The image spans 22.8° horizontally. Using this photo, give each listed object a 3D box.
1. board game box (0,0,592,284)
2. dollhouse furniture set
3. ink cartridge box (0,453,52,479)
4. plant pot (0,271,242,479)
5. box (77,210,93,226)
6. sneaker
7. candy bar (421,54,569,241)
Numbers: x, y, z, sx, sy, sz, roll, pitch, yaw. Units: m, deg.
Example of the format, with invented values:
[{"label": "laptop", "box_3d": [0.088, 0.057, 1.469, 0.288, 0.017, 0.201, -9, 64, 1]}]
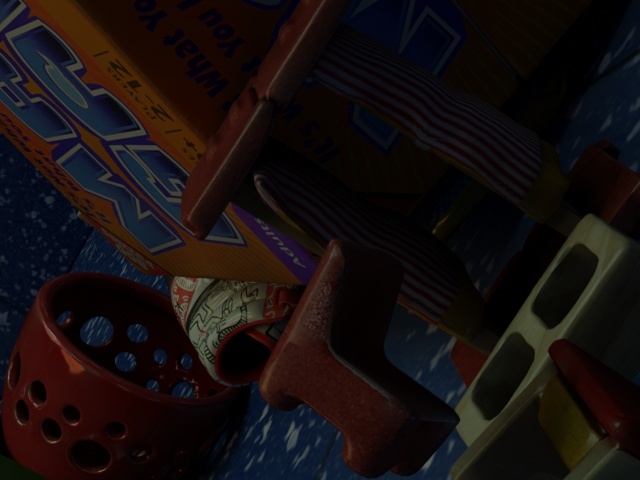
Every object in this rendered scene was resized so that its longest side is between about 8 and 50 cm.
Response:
[{"label": "board game box", "box_3d": [-0.064, -0.219, 1.069, 0.356, 0.356, 0.356, -49, 19, -18]}, {"label": "dollhouse furniture set", "box_3d": [0.062, 0.000, 0.715, 0.152, 0.201, 0.374, -57, 12, 8]}, {"label": "ink cartridge box", "box_3d": [-0.227, 0.276, 1.208, 0.255, 0.188, 0.097, -42, 22, 53]}, {"label": "plant pot", "box_3d": [-0.186, 0.147, 1.357, 0.174, 0.191, 0.191, -60, 12, 19]}, {"label": "box", "box_3d": [-0.145, -0.046, 1.671, 0.130, 0.170, 0.091, -51, 14, 31]}, {"label": "sneaker", "box_3d": [0.000, 0.001, 1.237, 0.270, 0.090, 0.145, -39, 42, 12]}, {"label": "candy bar", "box_3d": [0.116, -0.055, 1.048, 0.161, 0.018, 0.040, -50, 15, 33]}]
